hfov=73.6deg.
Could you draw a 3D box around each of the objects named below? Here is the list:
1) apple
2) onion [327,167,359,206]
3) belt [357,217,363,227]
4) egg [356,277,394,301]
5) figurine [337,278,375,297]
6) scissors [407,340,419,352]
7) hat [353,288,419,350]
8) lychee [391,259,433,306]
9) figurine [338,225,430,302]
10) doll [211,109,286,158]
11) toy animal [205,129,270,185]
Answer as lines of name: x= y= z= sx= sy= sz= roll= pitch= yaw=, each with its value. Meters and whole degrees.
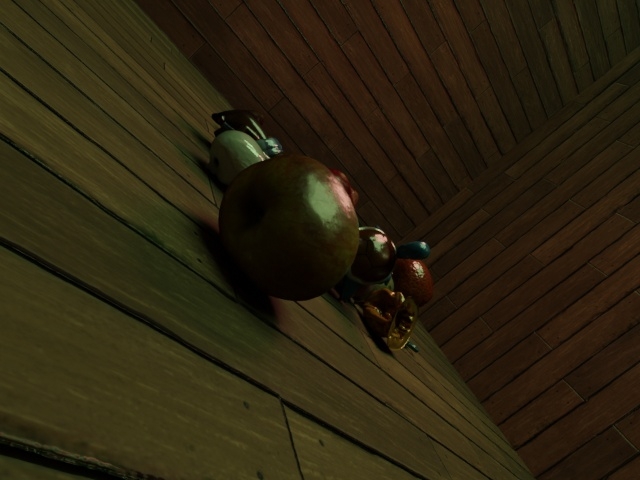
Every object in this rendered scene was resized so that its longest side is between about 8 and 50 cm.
apple: x=-0.071 y=-0.029 z=0.868 sx=0.309 sy=0.277 sz=0.250 roll=36 pitch=21 yaw=13
onion: x=0.030 y=-0.216 z=2.251 sx=0.341 sy=0.341 sz=0.341 roll=49 pitch=7 yaw=-8
belt: x=0.130 y=0.018 z=1.999 sx=0.436 sy=0.173 sz=0.300 roll=49 pitch=24 yaw=-33
egg: x=0.207 y=0.182 z=1.835 sx=0.228 sy=0.177 sz=0.177 roll=34 pitch=9 yaw=-4
figurine: x=0.142 y=0.141 z=1.672 sx=0.173 sy=0.173 sz=0.173 roll=49 pitch=7 yaw=-8
scissors: x=0.386 y=0.464 z=1.975 sx=0.138 sy=0.041 sz=0.289 roll=44 pitch=4 yaw=25
hat: x=0.219 y=0.281 z=1.636 sx=0.233 sy=0.244 sz=0.233 roll=19 pitch=-45 yaw=34
lychee: x=0.400 y=0.192 z=2.014 sx=0.300 sy=0.255 sz=0.255 roll=30 pitch=17 yaw=-32
figurine: x=0.157 y=0.066 z=1.497 sx=0.243 sy=0.417 sz=0.297 roll=180 pitch=-95 yaw=-84
doll: x=-0.244 y=-0.317 z=1.561 sx=0.339 sy=0.209 sz=0.318 roll=52 pitch=14 yaw=2
toy animal: x=-0.202 y=-0.196 z=1.293 sx=0.249 sy=0.174 sz=0.289 roll=53 pitch=7 yaw=30
